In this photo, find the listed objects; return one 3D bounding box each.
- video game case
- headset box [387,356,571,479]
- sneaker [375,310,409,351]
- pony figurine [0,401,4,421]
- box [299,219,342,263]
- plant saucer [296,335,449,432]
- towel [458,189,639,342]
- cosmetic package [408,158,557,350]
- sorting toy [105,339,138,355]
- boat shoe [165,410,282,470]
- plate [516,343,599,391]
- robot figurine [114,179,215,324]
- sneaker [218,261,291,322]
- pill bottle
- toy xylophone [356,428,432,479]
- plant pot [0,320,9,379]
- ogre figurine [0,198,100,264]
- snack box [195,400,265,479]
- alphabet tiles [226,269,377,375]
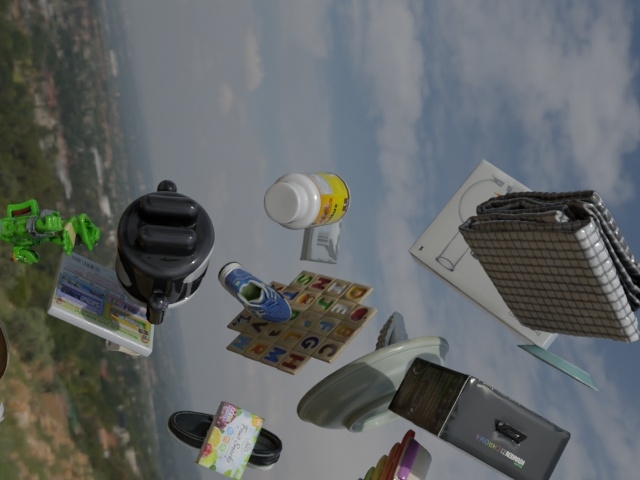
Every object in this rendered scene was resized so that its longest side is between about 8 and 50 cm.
[{"bbox_3d":[-0.424,0.121,1.713,0.023,0.212,0.193,-50,-154,23],"label":"video game case"},{"bbox_3d":[0.305,0.354,1.692,0.131,0.246,0.283,-60,-167,-8],"label":"headset box"},{"bbox_3d":[0.194,0.281,2.212,0.235,0.095,0.090,-76,-172,-47],"label":"sneaker"},{"bbox_3d":[-0.710,0.254,1.357,0.303,0.351,0.363,115,-47,-72],"label":"pony figurine"},{"bbox_3d":[0.000,0.000,2.490,0.170,0.091,0.130,172,-75,-83],"label":"box"},{"bbox_3d":[0.142,0.367,2.076,0.400,0.400,0.100,100,-31,-61],"label":"plant saucer"},{"bbox_3d":[0.394,0.032,1.433,0.235,0.121,0.283,57,-26,-18],"label":"towel"},{"bbox_3d":[0.435,0.033,1.975,0.377,0.284,0.097,37,-3,24],"label":"cosmetic package"},{"bbox_3d":[-0.403,0.193,1.778,0.045,0.075,0.083,21,-68,56],"label":"sorting toy"},{"bbox_3d":[-0.242,0.491,2.221,0.114,0.302,0.091,-82,-167,-46],"label":"boat shoe"},{"bbox_3d":[0.492,0.255,1.792,0.024,0.188,0.188,-60,-167,0],"label":"plate"},{"bbox_3d":[-0.286,0.019,1.568,0.173,0.209,0.278,40,-28,6],"label":"robot figurine"},{"bbox_3d":[-0.135,0.129,1.881,0.211,0.080,0.081,37,2,-39],"label":"sneaker"},{"bbox_3d":[-0.030,-0.084,1.819,0.215,0.117,0.117,-12,94,-62],"label":"pill bottle"},{"bbox_3d":[0.123,0.548,1.821,0.323,0.081,0.236,-53,-174,40],"label":"toy xylophone"},{"bbox_3d":[-0.785,0.221,1.943,0.032,0.236,0.236,-39,127,-63],"label":"plant pot"},{"bbox_3d":[-0.424,-0.015,1.341,0.197,0.118,0.097,-71,159,-73],"label":"ogre figurine"},{"bbox_3d":[-0.193,0.429,1.867,0.141,0.100,0.037,-67,-164,-17],"label":"snack box"},{"bbox_3d":[-0.048,0.177,1.967,0.342,0.285,0.011,12,-44,44],"label":"alphabet tiles"}]
